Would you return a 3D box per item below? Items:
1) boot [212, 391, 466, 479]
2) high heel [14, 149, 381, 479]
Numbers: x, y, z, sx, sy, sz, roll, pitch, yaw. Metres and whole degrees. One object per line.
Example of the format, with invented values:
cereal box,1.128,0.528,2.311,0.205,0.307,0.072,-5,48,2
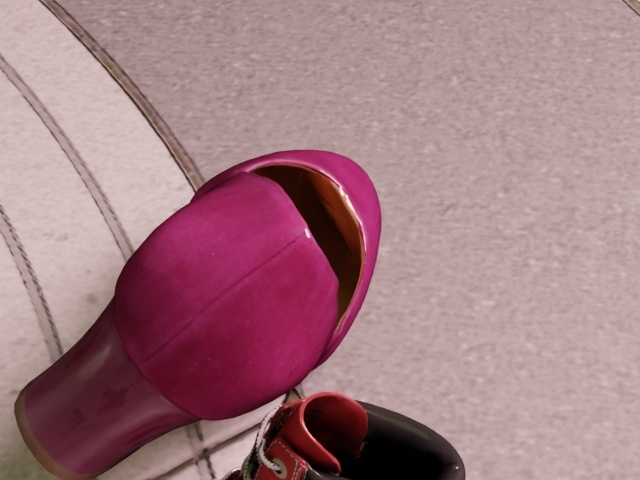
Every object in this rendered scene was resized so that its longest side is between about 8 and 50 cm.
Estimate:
boot,-0.056,0.128,0.753,0.244,0.176,0.088,5,43,6
high heel,0.000,0.000,0.844,0.127,0.181,0.377,51,29,-6
